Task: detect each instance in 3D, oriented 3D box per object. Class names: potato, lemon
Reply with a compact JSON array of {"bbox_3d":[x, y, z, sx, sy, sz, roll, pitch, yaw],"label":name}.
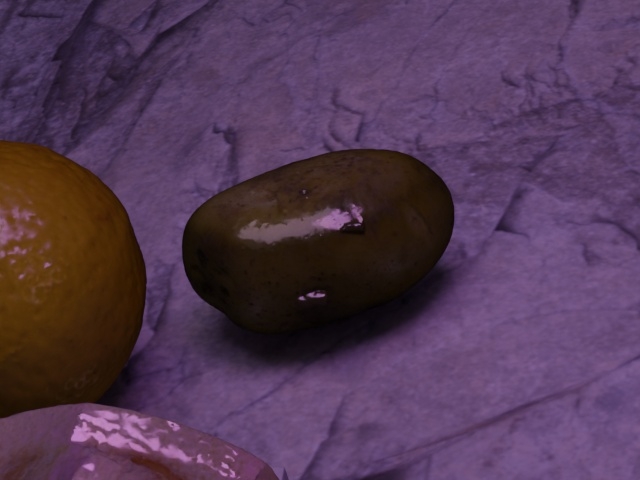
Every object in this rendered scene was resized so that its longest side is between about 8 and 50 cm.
[{"bbox_3d":[0.000,0.000,1.543,0.228,0.148,0.197,-27,12,-29],"label":"potato"},{"bbox_3d":[-0.286,0.049,1.476,0.293,0.293,0.293,-11,32,7],"label":"lemon"}]

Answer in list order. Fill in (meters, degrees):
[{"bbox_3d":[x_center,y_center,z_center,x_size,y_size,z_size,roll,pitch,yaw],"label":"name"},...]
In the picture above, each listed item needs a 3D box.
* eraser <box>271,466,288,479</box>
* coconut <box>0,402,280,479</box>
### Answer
[{"bbox_3d":[-0.167,0.239,1.310,0.298,0.078,0.076,-8,33,11],"label":"eraser"},{"bbox_3d":[-0.131,0.258,1.068,0.297,0.297,0.309,-3,39,18],"label":"coconut"}]
